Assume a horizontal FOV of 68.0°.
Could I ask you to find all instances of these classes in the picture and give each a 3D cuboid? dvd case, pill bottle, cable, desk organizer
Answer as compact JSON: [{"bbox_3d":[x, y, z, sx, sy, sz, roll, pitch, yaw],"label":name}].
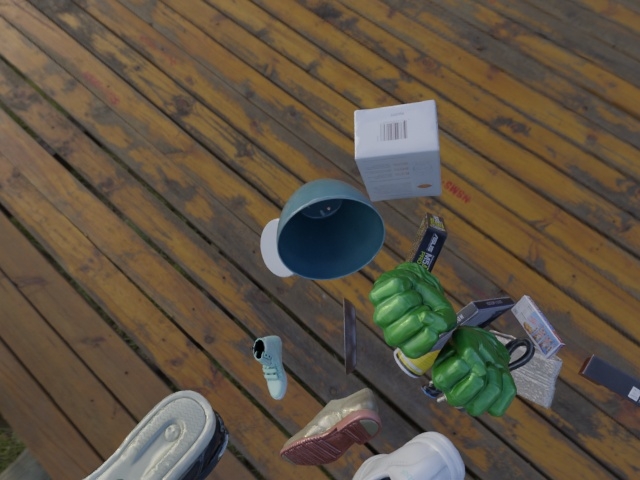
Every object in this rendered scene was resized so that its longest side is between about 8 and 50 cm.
[{"bbox_3d":[0.350,0.201,1.134,0.179,0.239,0.029,-47,59,28],"label":"dvd case"},{"bbox_3d":[0.299,0.289,1.321,0.103,0.103,0.184,48,111,19],"label":"pill bottle"},{"bbox_3d":[0.425,0.350,1.244,0.287,0.072,0.139,-35,33,26],"label":"cable"},{"bbox_3d":[0.000,0.000,1.627,0.392,0.224,0.224,-11,59,-49],"label":"pill bottle"},{"bbox_3d":[0.610,0.293,0.980,0.130,0.050,0.047,31,82,21],"label":"desk organizer"}]

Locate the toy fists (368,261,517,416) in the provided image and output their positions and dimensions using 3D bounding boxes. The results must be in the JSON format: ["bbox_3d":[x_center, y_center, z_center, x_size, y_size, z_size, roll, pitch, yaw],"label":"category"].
[{"bbox_3d":[0.195,0.155,0.748,0.279,0.096,0.142,45,38,1],"label":"toy fists"}]

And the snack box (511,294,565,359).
[{"bbox_3d":[0.595,0.236,1.308,0.022,0.064,0.178,14,34,-25],"label":"snack box"}]

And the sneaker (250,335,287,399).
[{"bbox_3d":[-0.214,0.511,1.899,0.094,0.151,0.255,-16,73,26],"label":"sneaker"}]

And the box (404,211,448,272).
[{"bbox_3d":[0.280,0.068,1.365,0.060,0.216,0.270,22,106,6],"label":"box"}]

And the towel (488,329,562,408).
[{"bbox_3d":[0.671,0.433,1.634,0.049,0.187,0.282,-13,25,-41],"label":"towel"}]

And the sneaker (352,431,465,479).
[{"bbox_3d":[0.059,0.276,0.507,0.094,0.212,0.080,-13,53,-38],"label":"sneaker"}]

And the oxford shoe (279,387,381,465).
[{"bbox_3d":[0.033,0.623,1.570,0.397,0.140,0.146,-32,27,21],"label":"oxford shoe"}]

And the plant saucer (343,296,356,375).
[{"bbox_3d":[0.118,0.385,1.912,0.050,0.310,0.310,-1,68,3],"label":"plant saucer"}]

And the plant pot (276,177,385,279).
[{"bbox_3d":[0.013,-0.059,1.318,0.290,0.290,0.195,-12,42,-2],"label":"plant pot"}]

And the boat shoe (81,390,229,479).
[{"bbox_3d":[-0.181,0.239,0.419,0.233,0.079,0.084,-39,59,-21],"label":"boat shoe"}]

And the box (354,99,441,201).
[{"bbox_3d":[0.135,-0.144,0.803,0.130,0.170,0.091,-4,71,13],"label":"box"}]

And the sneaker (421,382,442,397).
[{"bbox_3d":[0.468,0.554,1.830,0.188,0.078,0.067,-1,30,-26],"label":"sneaker"}]
